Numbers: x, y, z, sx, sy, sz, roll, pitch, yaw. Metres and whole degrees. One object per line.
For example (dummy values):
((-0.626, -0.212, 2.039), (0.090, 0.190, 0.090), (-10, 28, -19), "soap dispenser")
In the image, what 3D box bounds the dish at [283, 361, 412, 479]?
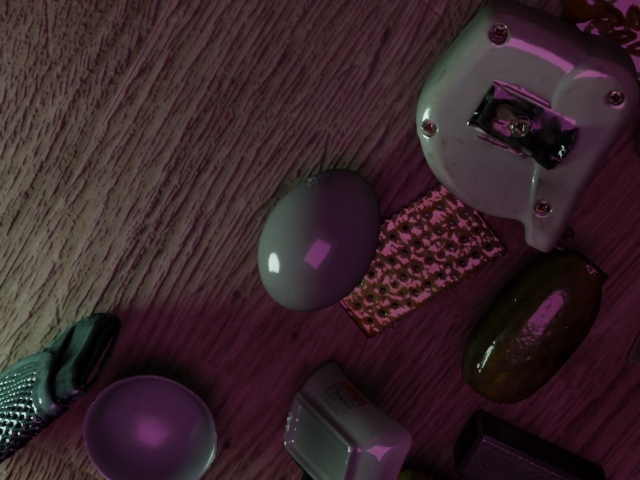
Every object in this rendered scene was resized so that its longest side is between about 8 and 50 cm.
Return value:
((0.023, 0.274, 1.609), (0.077, 0.212, 0.151), (-1, 114, -33), "dish")

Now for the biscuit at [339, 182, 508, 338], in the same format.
((0.121, 0.028, 1.621), (0.231, 0.016, 0.139), (-35, 104, 14), "biscuit")

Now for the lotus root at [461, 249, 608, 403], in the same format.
((0.278, 0.113, 1.587), (0.123, 0.124, 0.241), (27, 109, -15), "lotus root")

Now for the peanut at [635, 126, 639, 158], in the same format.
((0.496, -0.072, 1.521), (0.236, 0.120, 0.110), (38, 73, -5), "peanut")

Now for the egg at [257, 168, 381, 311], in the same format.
((0.000, 0.000, 1.549), (0.146, 0.146, 0.199), (33, 101, -9), "egg")

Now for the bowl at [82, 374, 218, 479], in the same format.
((-0.233, 0.255, 1.684), (0.189, 0.086, 0.189), (0, 110, 1), "bowl")

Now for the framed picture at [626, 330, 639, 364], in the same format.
((0.468, 0.137, 1.647), (0.066, 0.007, 0.089), (19, 110, -4), "framed picture")

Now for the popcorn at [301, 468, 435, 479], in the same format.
((0.114, 0.464, 1.657), (0.293, 0.293, 0.237), (-25, 125, 11), "popcorn")

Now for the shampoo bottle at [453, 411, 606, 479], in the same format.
((0.311, 0.333, 1.686), (0.246, 0.080, 0.079), (26, 110, -6), "shampoo bottle")

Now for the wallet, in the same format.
((-0.426, 0.234, 1.605), (0.342, 0.237, 0.075), (-37, 106, 15), "wallet")

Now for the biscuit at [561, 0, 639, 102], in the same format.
((0.461, -0.327, 1.466), (0.359, 0.046, 0.359), (1, 110, 4), "biscuit")

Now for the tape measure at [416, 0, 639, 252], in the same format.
((0.252, -0.143, 1.481), (0.265, 0.130, 0.258), (24, 121, -3), "tape measure")
